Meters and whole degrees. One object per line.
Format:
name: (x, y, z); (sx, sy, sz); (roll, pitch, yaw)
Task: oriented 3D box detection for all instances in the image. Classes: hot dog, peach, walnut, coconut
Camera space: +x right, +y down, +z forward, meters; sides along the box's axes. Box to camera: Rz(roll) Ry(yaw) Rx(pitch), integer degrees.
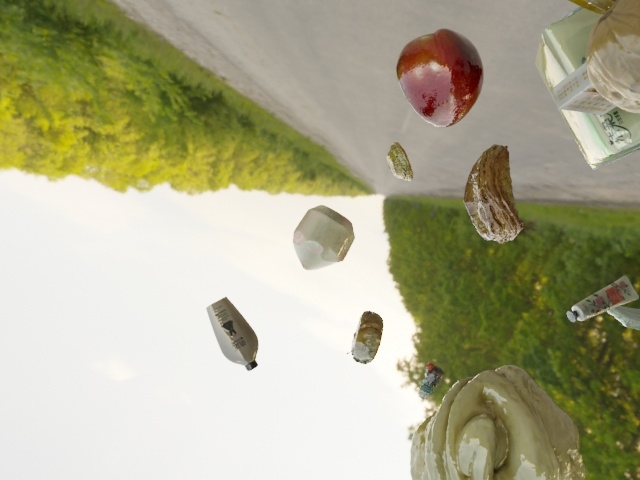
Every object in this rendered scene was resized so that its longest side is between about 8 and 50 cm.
hot dog: (0.440, -0.125, 1.559); (0.114, 0.258, 0.175); (-6, 160, 0)
peach: (0.363, -0.476, 1.775); (0.249, 0.274, 0.245); (-21, -174, -13)
walnut: (0.583, -0.331, 1.043); (0.228, 0.227, 0.228); (20, -174, -2)
coconut: (0.000, 0.000, 1.672); (0.171, 0.182, 0.171); (32, 177, 2)

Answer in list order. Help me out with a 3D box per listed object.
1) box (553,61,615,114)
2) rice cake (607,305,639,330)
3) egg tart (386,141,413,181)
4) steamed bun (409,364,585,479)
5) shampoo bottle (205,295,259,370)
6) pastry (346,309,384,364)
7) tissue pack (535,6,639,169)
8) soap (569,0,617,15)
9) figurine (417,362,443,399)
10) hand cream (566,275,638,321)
box: (0.667, -0.376, 1.360); (0.150, 0.067, 0.233); (-2, 161, -23)
rice cake: (1.103, 0.271, 2.072); (0.237, 0.043, 0.127); (10, -160, -20)
egg tart: (0.232, -0.228, 1.781); (0.052, 0.130, 0.130); (-25, -169, -2)
steamed bun: (0.341, 0.444, 1.158); (0.325, 0.372, 0.230); (22, -161, -6)
shampoo bottle: (-0.284, 0.315, 1.989); (0.256, 0.127, 0.078); (59, 170, 4)
pastry: (0.132, 0.269, 1.683); (0.081, 0.153, 0.153); (21, -173, 6)
tissue pack: (0.797, -0.432, 1.721); (0.404, 0.205, 0.332); (66, -166, 8)
soap: (0.613, -0.576, 1.306); (0.232, 0.140, 0.073); (-6, -156, -43)
figurine: (0.315, 0.409, 1.749); (0.060, 0.106, 0.047); (24, -177, -22)
hand cream: (0.847, 0.183, 1.806); (0.234, 0.080, 0.050); (-23, 170, -13)
